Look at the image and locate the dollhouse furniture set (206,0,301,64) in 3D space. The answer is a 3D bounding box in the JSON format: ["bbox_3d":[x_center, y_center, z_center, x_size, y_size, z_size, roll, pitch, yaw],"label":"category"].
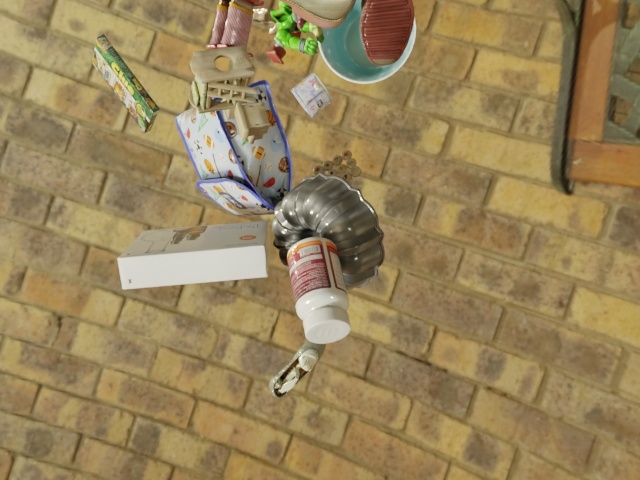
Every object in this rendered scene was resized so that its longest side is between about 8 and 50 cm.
[{"bbox_3d":[-0.216,-0.756,2.239,0.374,0.201,0.152,4,-169,-44],"label":"dollhouse furniture set"}]

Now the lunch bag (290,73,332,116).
[{"bbox_3d":[-0.019,-0.355,1.492,0.083,0.071,0.053,53,178,-21],"label":"lunch bag"}]

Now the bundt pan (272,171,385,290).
[{"bbox_3d":[0.000,0.000,1.579,0.330,0.331,0.124,19,-146,35],"label":"bundt pan"}]

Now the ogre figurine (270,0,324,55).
[{"bbox_3d":[-0.054,-0.554,1.514,0.118,0.197,0.097,1,-171,20],"label":"ogre figurine"}]

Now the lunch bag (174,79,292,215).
[{"bbox_3d":[-0.258,-0.257,1.901,0.238,0.386,0.327,-29,-164,-29],"label":"lunch bag"}]

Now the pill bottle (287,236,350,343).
[{"bbox_3d":[-0.002,0.111,1.374,0.121,0.121,0.221,17,-135,-33],"label":"pill bottle"}]

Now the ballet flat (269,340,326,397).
[{"bbox_3d":[-0.057,0.361,1.712,0.072,0.213,0.068,44,-177,-21],"label":"ballet flat"}]

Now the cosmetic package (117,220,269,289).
[{"bbox_3d":[-0.330,0.033,1.685,0.377,0.098,0.284,-5,-163,-2],"label":"cosmetic package"}]

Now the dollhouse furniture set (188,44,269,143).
[{"bbox_3d":[-0.172,-0.221,1.088,0.101,0.161,0.182,-13,166,-18],"label":"dollhouse furniture set"}]

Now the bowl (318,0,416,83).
[{"bbox_3d":[0.156,-0.655,1.967,0.311,0.312,0.163,18,-170,9],"label":"bowl"}]

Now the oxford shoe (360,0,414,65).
[{"bbox_3d":[0.151,-0.571,1.395,0.122,0.130,0.348,-1,138,1],"label":"oxford shoe"}]

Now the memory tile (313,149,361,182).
[{"bbox_3d":[0.055,-0.234,2.060,0.113,0.148,0.012,65,-173,24],"label":"memory tile"}]

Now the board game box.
[{"bbox_3d":[-0.560,-0.445,1.747,0.260,0.030,0.136,53,147,-1],"label":"board game box"}]

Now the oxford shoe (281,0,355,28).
[{"bbox_3d":[-0.098,-0.605,1.333,0.396,0.141,0.146,16,175,-16],"label":"oxford shoe"}]
